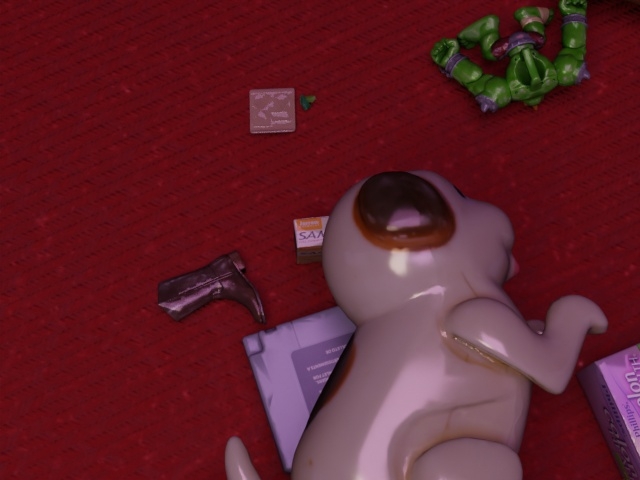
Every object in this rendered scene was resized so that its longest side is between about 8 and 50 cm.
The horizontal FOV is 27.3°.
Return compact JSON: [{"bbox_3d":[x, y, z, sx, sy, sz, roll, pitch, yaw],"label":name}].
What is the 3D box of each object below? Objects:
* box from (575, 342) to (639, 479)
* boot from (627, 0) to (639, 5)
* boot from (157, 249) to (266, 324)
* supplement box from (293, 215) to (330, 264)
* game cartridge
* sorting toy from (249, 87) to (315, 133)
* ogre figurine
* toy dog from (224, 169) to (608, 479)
[{"bbox_3d":[0.457,0.200,1.524,0.243,0.117,0.214,-22,78,-6],"label":"box"},{"bbox_3d":[0.415,-0.287,1.617,0.280,0.096,0.264,22,76,-9],"label":"boot"},{"bbox_3d":[-0.133,0.077,1.585,0.114,0.037,0.106,-24,65,-9],"label":"boot"},{"bbox_3d":[0.000,0.000,1.573,0.062,0.098,0.036,-6,77,-2],"label":"supplement box"},{"bbox_3d":[0.076,0.163,1.561,0.297,0.062,0.198,-17,82,-5],"label":"game cartridge"},{"bbox_3d":[-0.047,-0.163,1.654,0.083,0.012,0.062,-2,72,2],"label":"sorting toy"},{"bbox_3d":[0.246,-0.226,1.632,0.197,0.097,0.118,-10,65,-14],"label":"ogre figurine"},{"bbox_3d":[0.103,0.128,1.412,0.395,0.284,0.408,0,78,3],"label":"toy dog"}]
